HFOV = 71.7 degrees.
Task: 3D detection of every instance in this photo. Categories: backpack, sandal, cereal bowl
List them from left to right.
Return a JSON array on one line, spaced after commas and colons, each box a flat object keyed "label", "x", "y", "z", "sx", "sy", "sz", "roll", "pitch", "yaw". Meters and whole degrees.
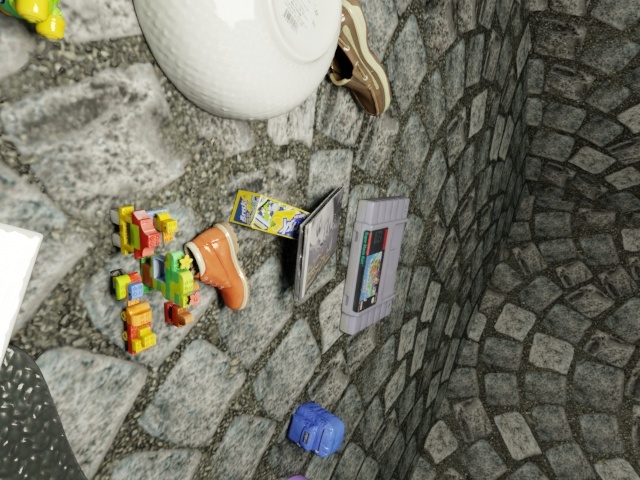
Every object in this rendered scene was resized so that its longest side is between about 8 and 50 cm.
[{"label": "sandal", "x": -0.354, "y": 0.319, "z": 0.516, "sx": 0.168, "sy": 0.107, "sz": 0.445, "roll": -20, "pitch": 107, "yaw": -51}, {"label": "cereal bowl", "x": -0.071, "y": -0.332, "z": 0.606, "sx": 0.339, "sy": 0.141, "sz": 0.338, "roll": -30, "pitch": 128, "yaw": -49}, {"label": "backpack", "x": -0.011, "y": 0.462, "z": 1.063, "sx": 0.101, "sy": 0.120, "sz": 0.097, "roll": 3, "pitch": 101, "yaw": -57}]

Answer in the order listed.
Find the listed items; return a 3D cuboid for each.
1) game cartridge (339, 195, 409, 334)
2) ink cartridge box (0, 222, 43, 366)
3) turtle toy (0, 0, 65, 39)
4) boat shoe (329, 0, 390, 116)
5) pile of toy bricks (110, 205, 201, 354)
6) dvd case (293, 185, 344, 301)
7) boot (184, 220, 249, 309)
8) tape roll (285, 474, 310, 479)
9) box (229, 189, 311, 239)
[{"label": "game cartridge", "x": 0.150, "y": 0.061, "z": 1.194, "sx": 0.230, "sy": 0.068, "sz": 0.354, "roll": -16, "pitch": 117, "yaw": -58}, {"label": "ink cartridge box", "x": -0.368, "y": 0.038, "z": 0.392, "sx": 0.179, "sy": 0.045, "sz": 0.145, "roll": 22, "pitch": 70, "yaw": -39}, {"label": "turtle toy", "x": -0.267, "y": -0.241, "z": 0.384, "sx": 0.066, "sy": 0.130, "sz": 0.095, "roll": 7, "pitch": 95, "yaw": -15}, {"label": "boat shoe", "x": 0.055, "y": -0.333, "z": 0.859, "sx": 0.095, "sy": 0.095, "sz": 0.257, "roll": -49, "pitch": 136, "yaw": -12}, {"label": "pile of toy bricks", "x": -0.206, "y": 0.057, "z": 0.601, "sx": 0.118, "sy": 0.105, "sz": 0.212, "roll": -21, "pitch": 121, "yaw": -52}, {"label": "dvd case", "x": 0.000, "y": 0.000, "z": 0.901, "sx": 0.221, "sy": 0.018, "sz": 0.164, "roll": -50, "pitch": 151, "yaw": -57}, {"label": "boot", "x": -0.168, "y": 0.056, "z": 0.711, "sx": 0.085, "sy": 0.059, "sz": 0.157, "roll": -35, "pitch": 123, "yaw": -41}, {"label": "tape roll", "x": -0.080, "y": 0.748, "z": 1.115, "sx": 0.275, "sy": 0.090, "sz": 0.274, "roll": -30, "pitch": 128, "yaw": -47}, {"label": "box", "x": -0.081, "y": -0.041, "z": 0.797, "sx": 0.169, "sy": 0.054, "sz": 0.059, "roll": 16, "pitch": 90, "yaw": -57}]
